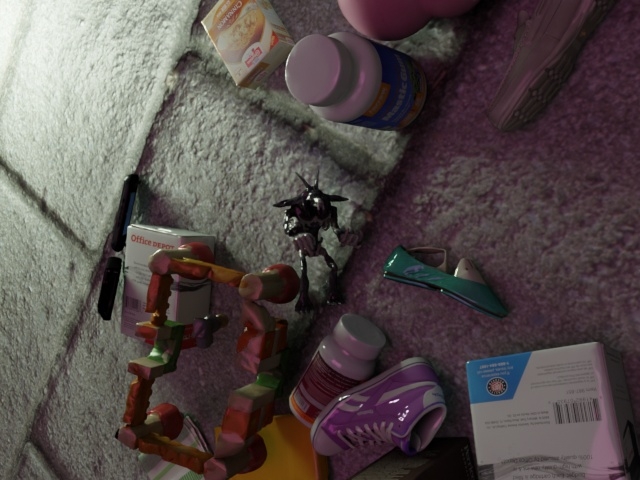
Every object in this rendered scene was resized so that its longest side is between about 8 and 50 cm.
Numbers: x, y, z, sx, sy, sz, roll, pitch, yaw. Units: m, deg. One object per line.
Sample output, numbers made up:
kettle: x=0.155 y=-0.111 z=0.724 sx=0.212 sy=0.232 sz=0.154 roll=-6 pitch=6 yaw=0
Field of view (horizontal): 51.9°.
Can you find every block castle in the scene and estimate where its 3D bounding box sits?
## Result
block castle: x=-0.224 y=0.247 z=1.388 sx=0.303 sy=0.213 sz=0.453 roll=12 pitch=93 yaw=20

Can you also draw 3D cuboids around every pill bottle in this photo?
pill bottle: x=0.064 y=-0.280 z=1.162 sx=0.152 sy=0.272 sz=0.152 roll=3 pitch=95 yaw=35
pill bottle: x=0.035 y=0.262 z=1.306 sx=0.121 sy=0.121 sz=0.221 roll=40 pitch=114 yaw=26

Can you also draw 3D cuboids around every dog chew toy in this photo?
dog chew toy: x=0.193 y=-0.464 z=1.115 sx=0.332 sy=0.206 sz=0.207 roll=-6 pitch=90 yaw=27

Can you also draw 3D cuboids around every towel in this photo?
towel: x=-0.320 y=0.620 z=1.625 sx=0.248 sy=0.038 sz=0.325 roll=-46 pitch=68 yaw=28

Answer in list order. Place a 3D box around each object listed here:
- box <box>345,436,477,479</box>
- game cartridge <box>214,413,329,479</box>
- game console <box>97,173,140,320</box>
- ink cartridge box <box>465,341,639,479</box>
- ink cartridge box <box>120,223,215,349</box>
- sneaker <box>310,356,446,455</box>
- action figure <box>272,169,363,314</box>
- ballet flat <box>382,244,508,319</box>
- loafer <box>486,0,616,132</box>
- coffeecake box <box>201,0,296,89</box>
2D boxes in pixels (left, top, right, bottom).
box: x=0.136 y=0.473 z=1.090 sx=0.143 sy=0.381 sz=0.191 roll=-14 pitch=86 yaw=32
game cartridge: x=-0.103 y=0.548 z=1.440 sx=0.285 sy=0.052 sz=0.324 roll=-12 pitch=77 yaw=31
game console: x=-0.505 y=0.010 z=1.651 sx=0.213 sy=0.044 sz=0.361 roll=-159 pitch=81 yaw=-73
ink cartridge box: x=0.369 y=0.333 z=1.026 sx=0.223 sy=0.129 sz=0.307 roll=-16 pitch=66 yaw=33
ink cartridge box: x=-0.369 y=0.106 z=1.581 sx=0.197 sy=0.114 sz=0.273 roll=11 pitch=99 yaw=35
sneaker: x=0.102 y=0.342 z=1.201 sx=0.282 sy=0.102 sz=0.161 roll=-39 pitch=31 yaw=14
action figure: x=0.000 y=0.000 z=1.297 sx=0.141 sy=0.164 sz=0.276 roll=-166 pitch=70 yaw=-64
ballet flat: x=0.228 y=0.063 z=1.189 sx=0.247 sy=0.083 sz=0.087 roll=20 pitch=90 yaw=30
loafer: x=0.362 y=-0.326 z=1.060 sx=0.111 sy=0.112 sz=0.319 roll=41 pitch=106 yaw=31
coffeecake box: x=-0.157 y=-0.448 z=1.430 sx=0.142 sy=0.068 sz=0.185 roll=-39 pitch=72 yaw=29
